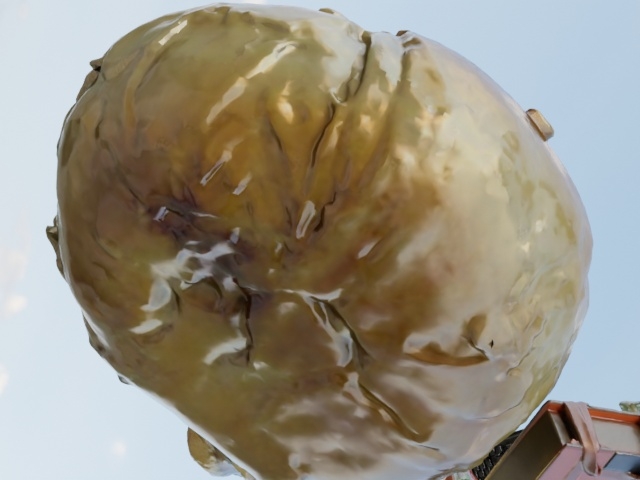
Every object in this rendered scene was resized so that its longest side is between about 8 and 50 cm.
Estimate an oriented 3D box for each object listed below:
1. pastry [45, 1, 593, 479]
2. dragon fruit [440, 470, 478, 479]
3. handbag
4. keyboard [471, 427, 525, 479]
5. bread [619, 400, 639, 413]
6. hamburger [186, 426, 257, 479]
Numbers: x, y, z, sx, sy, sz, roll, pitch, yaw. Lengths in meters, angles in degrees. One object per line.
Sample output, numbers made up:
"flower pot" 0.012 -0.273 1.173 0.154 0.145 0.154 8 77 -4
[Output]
"pastry" 0.000 0.000 0.882 0.409 0.409 0.245 -51 -173 43
"dragon fruit" 0.133 0.316 1.337 0.236 0.137 0.135 60 -43 25
"handbag" 0.193 0.207 0.951 0.063 0.127 0.190 -103 -148 -45
"keyboard" 0.221 0.312 1.602 0.230 0.025 0.093 -24 -107 23
"bread" 0.407 0.183 1.286 0.074 0.139 0.084 127 -61 -79
"hamburger" -0.011 0.219 1.481 0.162 0.330 0.209 28 -47 26
